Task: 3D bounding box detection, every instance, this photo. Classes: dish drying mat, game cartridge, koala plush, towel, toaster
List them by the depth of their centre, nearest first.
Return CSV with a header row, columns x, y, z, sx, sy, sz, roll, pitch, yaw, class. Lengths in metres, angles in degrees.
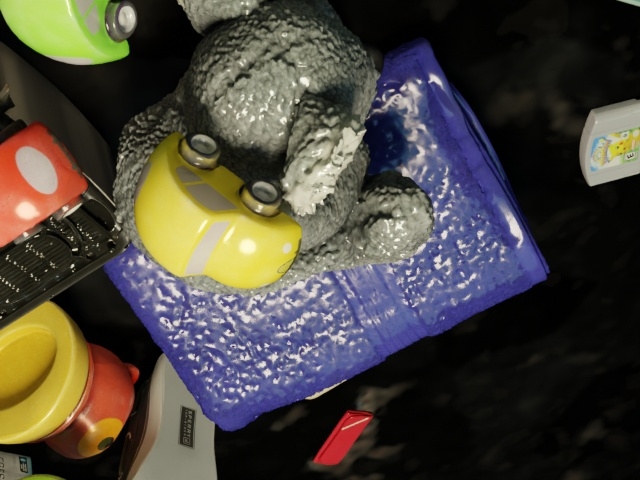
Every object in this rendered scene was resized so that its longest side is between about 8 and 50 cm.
x,y,z,sx,sy,sz,roll,pitch,yaw,class
-0.033,-0.071,0.738,0.203,0.196,0.221,-22,168,-13,koala plush
-0.235,-0.035,0.822,0.186,0.110,0.168,-32,136,12,toaster
0.000,0.000,0.950,0.308,0.076,0.227,-27,111,8,towel
0.251,-0.083,1.028,0.056,0.017,0.083,-13,137,-3,game cartridge
0.023,0.206,1.241,0.032,0.008,0.083,8,130,-29,dish drying mat

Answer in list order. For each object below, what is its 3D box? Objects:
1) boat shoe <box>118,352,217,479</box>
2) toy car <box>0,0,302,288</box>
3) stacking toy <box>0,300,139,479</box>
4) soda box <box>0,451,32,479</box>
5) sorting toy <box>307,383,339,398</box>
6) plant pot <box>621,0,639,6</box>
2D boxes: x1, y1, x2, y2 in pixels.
x,y,z,sx,sy,sz,roll,pitch,yaw,class
-0.139,0.193,1.014,0.080,0.228,0.076,25,131,-25,boat shoe
-0.132,-0.077,0.640,0.239,0.053,0.225,8,121,26,toy car
-0.265,0.234,0.977,0.309,0.279,0.130,-34,147,12,stacking toy
-0.342,0.276,1.138,0.063,0.058,0.183,19,125,-34,soda box
0.011,0.056,1.061,0.193,0.038,0.208,-31,136,12,sorting toy
0.197,-0.275,0.657,0.290,0.290,0.195,28,83,-39,plant pot
